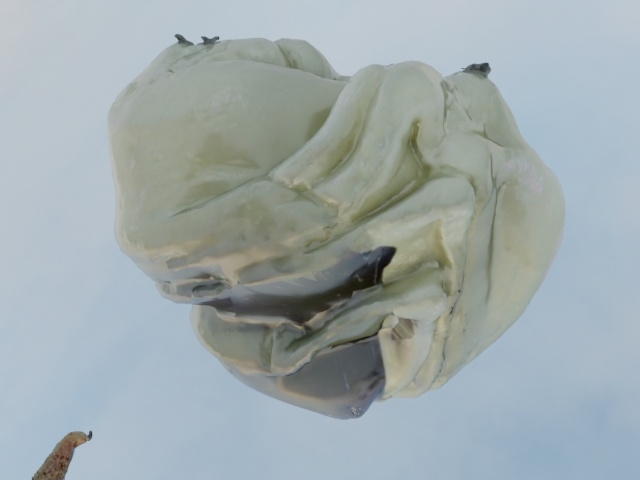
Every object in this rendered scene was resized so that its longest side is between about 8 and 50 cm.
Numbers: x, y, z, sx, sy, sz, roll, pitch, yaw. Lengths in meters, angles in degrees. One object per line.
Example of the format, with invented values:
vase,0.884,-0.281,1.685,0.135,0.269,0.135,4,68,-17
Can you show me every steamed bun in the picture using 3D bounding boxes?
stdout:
steamed bun,0.000,0.000,0.597,0.319,0.275,0.206,11,-123,17

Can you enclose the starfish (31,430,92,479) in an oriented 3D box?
starfish,-0.153,0.161,0.448,0.133,0.130,0.041,-57,-165,14
